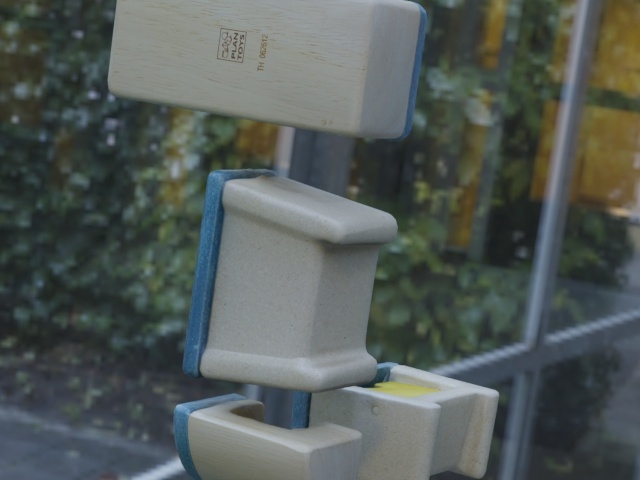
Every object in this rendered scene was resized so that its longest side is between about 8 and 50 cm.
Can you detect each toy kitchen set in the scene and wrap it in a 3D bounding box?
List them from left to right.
[{"bbox_3d":[0.000,0.000,0.664,0.122,0.207,0.166,13,9,32],"label":"toy kitchen set"}]
